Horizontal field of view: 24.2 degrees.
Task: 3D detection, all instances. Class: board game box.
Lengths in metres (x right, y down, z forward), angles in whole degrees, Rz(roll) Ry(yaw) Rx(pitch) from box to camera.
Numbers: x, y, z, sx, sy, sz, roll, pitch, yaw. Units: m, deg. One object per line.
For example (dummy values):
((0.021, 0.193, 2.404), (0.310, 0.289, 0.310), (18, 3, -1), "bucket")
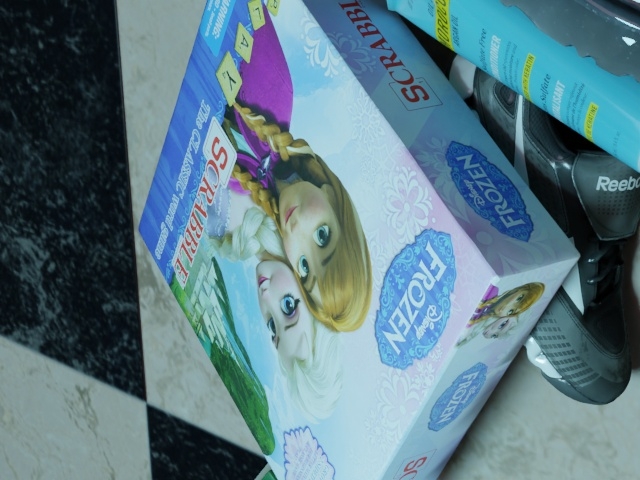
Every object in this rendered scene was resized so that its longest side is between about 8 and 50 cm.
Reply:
((0.000, 0.000, 0.988), (0.318, 0.066, 0.318), (57, 144, 29), "board game box")

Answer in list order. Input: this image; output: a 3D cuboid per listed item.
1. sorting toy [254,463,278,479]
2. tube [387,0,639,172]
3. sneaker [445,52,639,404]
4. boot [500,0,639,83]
((-0.023, 0.248, 1.195), (0.132, 0.046, 0.274), (52, 135, 16), "sorting toy")
((0.111, -0.111, 0.828), (0.207, 0.052, 0.080), (37, 153, 28), "tube")
((0.151, -0.014, 0.885), (0.106, 0.078, 0.234), (-14, 94, 50), "sneaker")
((0.129, -0.349, 0.714), (0.367, 0.146, 0.445), (33, 132, 20), "boot")
